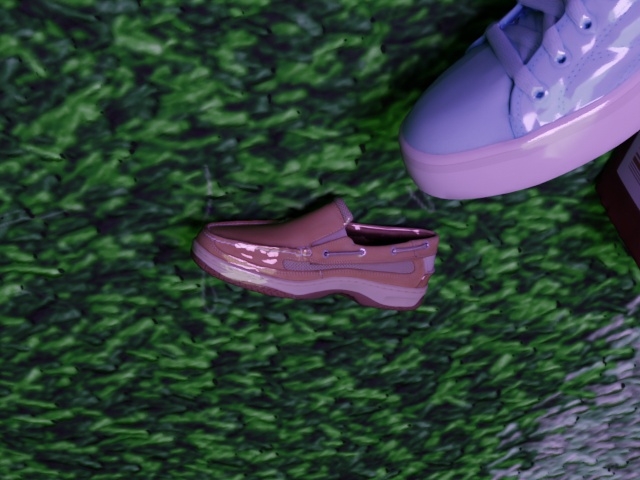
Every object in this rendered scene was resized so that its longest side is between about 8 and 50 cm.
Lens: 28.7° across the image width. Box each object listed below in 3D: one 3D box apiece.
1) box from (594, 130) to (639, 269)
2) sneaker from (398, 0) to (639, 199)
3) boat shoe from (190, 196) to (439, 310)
[{"bbox_3d":[0.420,-0.036,0.910,0.381,0.143,0.191,8,127,-21],"label":"box"},{"bbox_3d":[0.185,-0.173,0.758,0.366,0.135,0.150,-34,122,5],"label":"sneaker"},{"bbox_3d":[0.000,0.000,0.904,0.190,0.068,0.072,7,116,-30],"label":"boat shoe"}]
